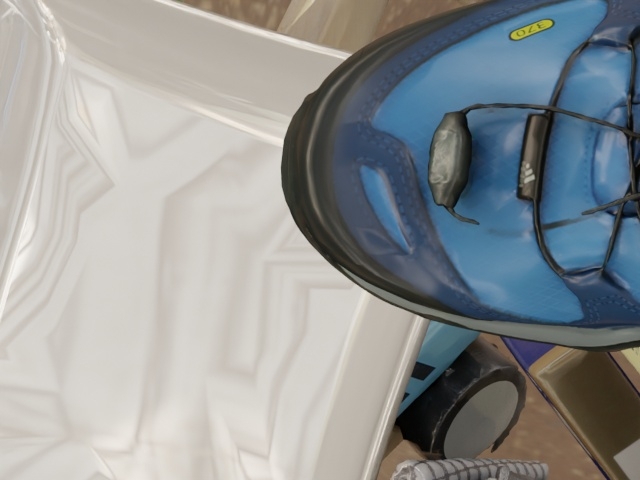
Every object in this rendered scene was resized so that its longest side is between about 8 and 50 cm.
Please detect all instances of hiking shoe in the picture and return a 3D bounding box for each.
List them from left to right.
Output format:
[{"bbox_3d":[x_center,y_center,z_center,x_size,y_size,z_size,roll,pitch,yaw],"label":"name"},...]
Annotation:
[{"bbox_3d":[0.134,-0.029,0.431,0.304,0.132,0.113,0,83,10],"label":"hiking shoe"}]

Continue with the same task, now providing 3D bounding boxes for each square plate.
[{"bbox_3d":[-0.092,0.049,0.870,0.344,0.049,0.347,22,98,34],"label":"square plate"}]

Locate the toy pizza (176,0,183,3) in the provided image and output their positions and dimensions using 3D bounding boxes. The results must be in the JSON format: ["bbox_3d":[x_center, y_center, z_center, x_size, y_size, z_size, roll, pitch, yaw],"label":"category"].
[{"bbox_3d":[-0.094,-0.127,1.023,0.032,0.201,0.201,-26,88,1],"label":"toy pizza"}]

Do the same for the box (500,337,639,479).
[{"bbox_3d":[0.129,0.074,0.804,0.036,0.225,0.136,-37,103,5],"label":"box"}]

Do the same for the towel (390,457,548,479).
[{"bbox_3d":[0.132,0.304,1.231,0.121,0.235,0.284,9,85,29],"label":"towel"}]

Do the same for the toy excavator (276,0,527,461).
[{"bbox_3d":[0.000,0.000,1.228,0.433,0.445,0.222,-45,53,-6],"label":"toy excavator"}]

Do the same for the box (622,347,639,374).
[{"bbox_3d":[0.224,0.004,0.635,0.213,0.243,0.117,10,98,-1],"label":"box"}]
